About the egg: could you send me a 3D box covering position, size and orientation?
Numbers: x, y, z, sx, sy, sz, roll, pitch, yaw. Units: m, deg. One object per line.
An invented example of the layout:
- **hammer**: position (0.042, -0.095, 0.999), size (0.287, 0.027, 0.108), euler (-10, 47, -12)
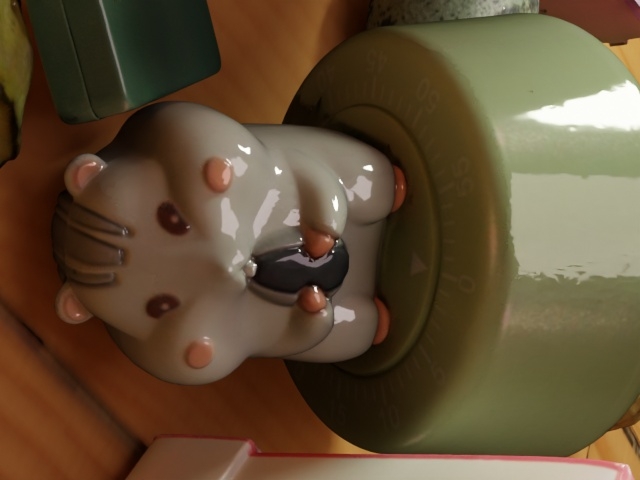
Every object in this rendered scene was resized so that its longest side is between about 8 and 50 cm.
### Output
- **egg**: position (0.102, -0.174, 0.931), size (0.132, 0.132, 0.172), euler (48, 62, -42)

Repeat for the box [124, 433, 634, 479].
- **box**: position (0.014, 0.312, 0.573), size (0.312, 0.300, 0.314), euler (-54, 128, -45)

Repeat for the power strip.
- **power strip**: position (0.257, -0.269, 1.199), size (0.279, 0.109, 0.037), euler (25, 68, -52)

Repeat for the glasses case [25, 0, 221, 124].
- **glasses case**: position (-0.102, -0.116, 0.641), size (0.184, 0.039, 0.077), euler (-56, 134, -72)

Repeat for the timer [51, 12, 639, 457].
- **timer**: position (0.000, 0.000, 0.682), size (0.315, 0.291, 0.290), euler (0, 85, -33)

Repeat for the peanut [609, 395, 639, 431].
- **peanut**: position (0.229, 0.084, 1.072), size (0.340, 0.158, 0.174), euler (50, 16, -46)

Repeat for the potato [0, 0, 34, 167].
- **potato**: position (-0.167, -0.123, 0.565), size (0.149, 0.081, 0.120), euler (50, 49, -40)
